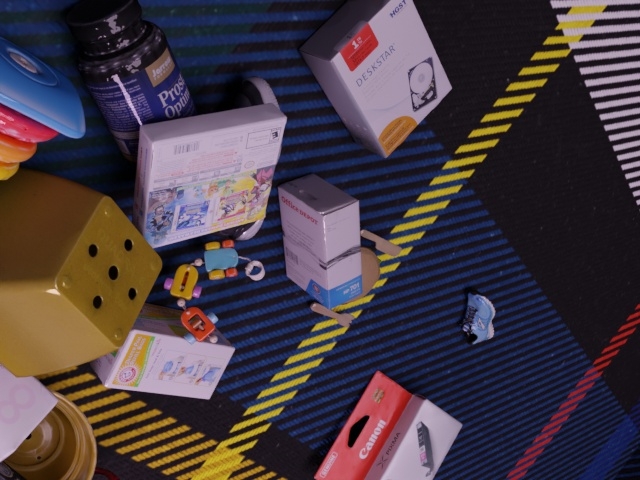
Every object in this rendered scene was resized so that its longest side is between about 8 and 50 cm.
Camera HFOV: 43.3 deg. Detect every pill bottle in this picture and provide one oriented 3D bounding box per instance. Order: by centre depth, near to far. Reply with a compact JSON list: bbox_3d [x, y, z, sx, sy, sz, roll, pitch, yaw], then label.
[{"bbox_3d":[-0.248,-0.213,1.076,0.122,0.122,0.219,-36,133,-19],"label":"pill bottle"}]

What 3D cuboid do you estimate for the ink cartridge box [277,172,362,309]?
[{"bbox_3d":[0.000,0.000,1.392,0.082,0.139,0.191,-22,126,-28],"label":"ink cartridge box"}]

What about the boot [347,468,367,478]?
[{"bbox_3d":[0.125,0.548,1.864,0.246,0.083,0.161,-11,126,-27],"label":"boot"}]

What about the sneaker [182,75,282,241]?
[{"bbox_3d":[-0.151,-0.115,1.225,0.153,0.101,0.269,-10,122,-39],"label":"sneaker"}]

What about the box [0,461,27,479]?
[{"bbox_3d":[-0.551,0.364,1.106,0.270,0.060,0.216,45,82,-14],"label":"box"}]

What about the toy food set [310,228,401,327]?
[{"bbox_3d":[0.060,0.066,1.561,0.132,0.038,0.192,28,100,-38],"label":"toy food set"}]

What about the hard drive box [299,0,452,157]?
[{"bbox_3d":[0.097,-0.286,1.348,0.181,0.089,0.232,-47,134,-9],"label":"hard drive box"}]

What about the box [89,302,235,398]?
[{"bbox_3d":[-0.260,0.173,1.291,0.203,0.114,0.103,18,103,-45],"label":"box"}]

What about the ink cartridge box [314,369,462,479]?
[{"bbox_3d":[0.153,0.459,1.758,0.239,0.060,0.275,37,79,-26],"label":"ink cartridge box"}]

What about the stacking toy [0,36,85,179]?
[{"bbox_3d":[-0.444,-0.101,0.980,0.302,0.175,0.165,-49,136,13],"label":"stacking toy"}]

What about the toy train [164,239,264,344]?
[{"bbox_3d":[-0.172,0.080,1.270,0.166,0.125,0.046,-47,175,-16],"label":"toy train"}]

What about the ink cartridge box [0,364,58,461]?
[{"bbox_3d":[-0.497,0.237,1.060,0.189,0.066,0.232,47,52,-12],"label":"ink cartridge box"}]

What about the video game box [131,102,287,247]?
[{"bbox_3d":[-0.156,-0.089,1.115,0.205,0.048,0.187,-16,137,-34],"label":"video game box"}]

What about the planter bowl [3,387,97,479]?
[{"bbox_3d":[-0.444,0.306,1.206,0.217,0.090,0.217,-2,99,-12],"label":"planter bowl"}]

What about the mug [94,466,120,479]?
[{"bbox_3d":[-0.393,0.429,1.287,0.150,0.169,0.113,-27,128,-27],"label":"mug"}]

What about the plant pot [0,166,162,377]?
[{"bbox_3d":[-0.337,0.042,1.041,0.212,0.187,0.212,59,41,-42],"label":"plant pot"}]

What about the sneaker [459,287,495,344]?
[{"bbox_3d":[0.357,0.182,1.852,0.073,0.063,0.162,-30,130,-19],"label":"sneaker"}]
